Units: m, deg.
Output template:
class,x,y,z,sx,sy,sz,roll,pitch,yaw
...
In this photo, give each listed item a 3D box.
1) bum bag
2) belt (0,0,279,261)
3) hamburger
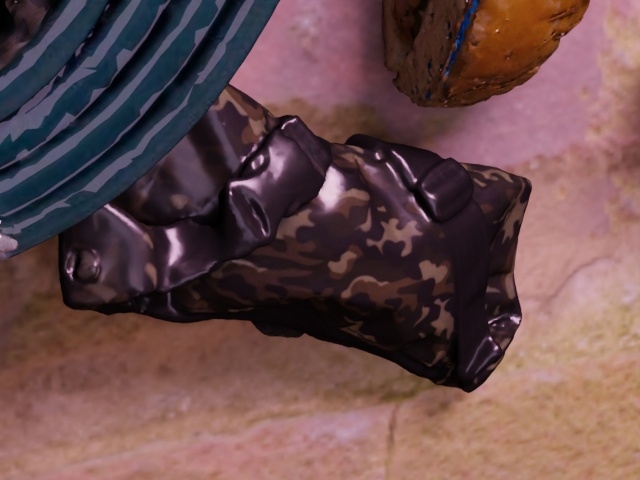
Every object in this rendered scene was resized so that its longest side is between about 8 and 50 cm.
class,x,y,z,sx,sy,sz,roll,pitch,yaw
bum bag,0.000,-0.001,0.785,0.248,0.069,0.102,15,87,-41
belt,-0.139,-0.204,0.617,0.300,0.173,0.437,9,106,-19
hamburger,0.087,-0.139,0.762,0.102,0.087,0.176,-1,106,-17
